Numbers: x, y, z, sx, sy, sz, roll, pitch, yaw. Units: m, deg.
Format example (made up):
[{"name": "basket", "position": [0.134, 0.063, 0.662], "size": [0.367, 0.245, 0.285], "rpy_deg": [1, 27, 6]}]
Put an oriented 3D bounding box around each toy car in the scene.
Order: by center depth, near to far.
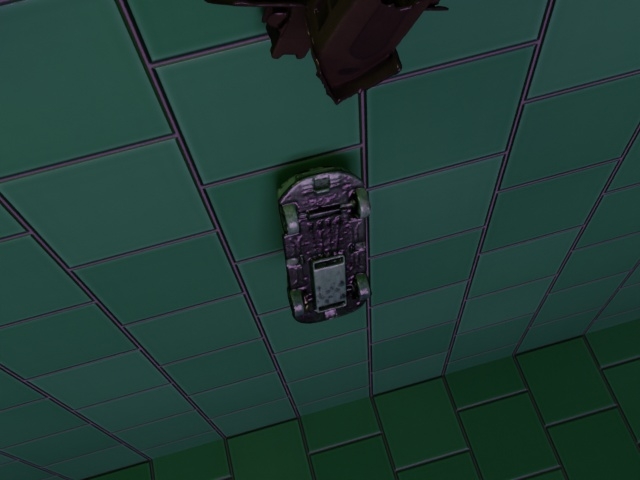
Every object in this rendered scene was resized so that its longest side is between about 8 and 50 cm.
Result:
[{"name": "toy car", "position": [0.000, 0.000, 1.066], "size": [0.136, 0.125, 0.306], "rpy_deg": [-14, 129, -10]}]

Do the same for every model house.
[{"name": "model house", "position": [0.003, -0.231, 0.618], "size": [0.211, 0.204, 0.243], "rpy_deg": [-5, 166, -21]}]
